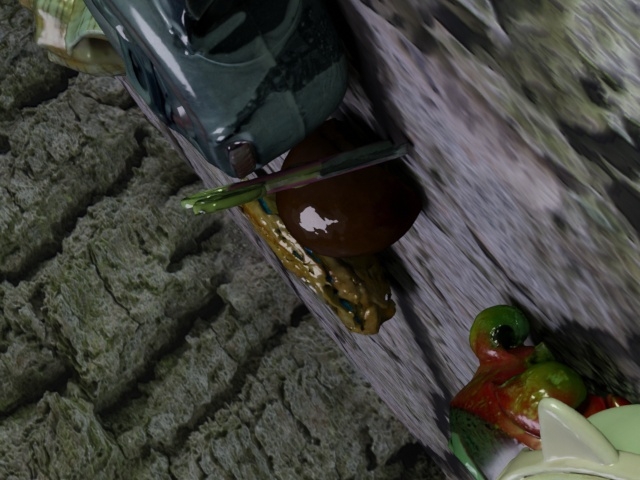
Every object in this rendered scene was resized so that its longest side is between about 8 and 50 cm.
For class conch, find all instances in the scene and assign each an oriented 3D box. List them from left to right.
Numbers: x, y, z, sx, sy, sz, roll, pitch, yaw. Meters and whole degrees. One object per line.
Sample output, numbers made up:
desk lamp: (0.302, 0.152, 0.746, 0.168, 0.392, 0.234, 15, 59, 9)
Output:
conch: (-0.192, -0.250, 1.083, 0.386, 0.169, 0.203, 16, -170, 11)

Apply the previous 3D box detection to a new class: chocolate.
chocolate: (0.029, -0.044, 0.911, 0.124, 0.127, 0.133, 14, -178, -25)

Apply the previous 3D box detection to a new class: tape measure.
tape measure: (-0.101, -0.183, 0.796, 0.256, 0.147, 0.275, 48, 171, 33)

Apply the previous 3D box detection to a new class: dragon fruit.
dragon fruit: (0.209, 0.193, 0.829, 0.295, 0.130, 0.268, 49, 177, 20)

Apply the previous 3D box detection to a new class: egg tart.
egg tart: (0.000, 0.000, 1.269, 0.291, 0.107, 0.291, 46, 174, 6)

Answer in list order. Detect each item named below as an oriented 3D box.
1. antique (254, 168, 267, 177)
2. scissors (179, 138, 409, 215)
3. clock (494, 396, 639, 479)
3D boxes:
antique: (-0.053, -0.061, 1.631, 0.192, 0.015, 0.031, 46, 171, 39)
scissors: (-0.021, -0.053, 0.812, 0.133, 0.187, 0.020, -153, 47, -76)
clock: (0.224, 0.213, 0.577, 0.265, 0.108, 0.324, 16, 138, 41)
